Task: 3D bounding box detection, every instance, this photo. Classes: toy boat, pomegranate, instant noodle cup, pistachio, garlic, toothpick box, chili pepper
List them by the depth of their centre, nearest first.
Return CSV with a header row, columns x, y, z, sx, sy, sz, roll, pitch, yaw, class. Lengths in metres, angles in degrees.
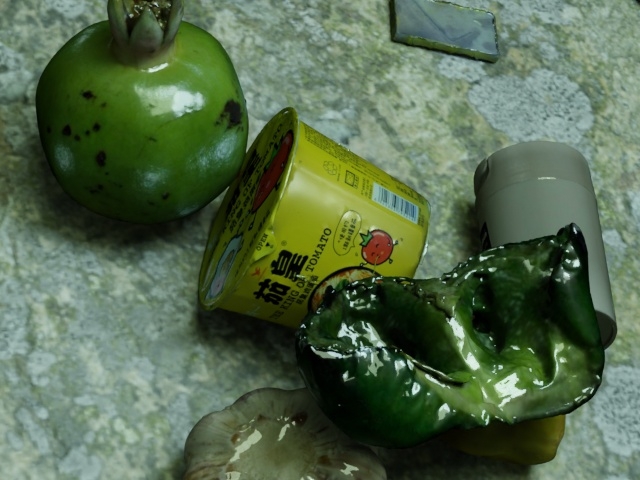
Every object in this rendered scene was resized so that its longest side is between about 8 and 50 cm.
x,y,z,sx,sy,sz,roll,pitch,yaw,class
-0.031,0.184,1.331,0.159,0.102,0.147,-13,61,-3,garlic
0.091,0.086,1.332,0.264,0.116,0.148,-13,84,-29,chili pepper
-0.146,-0.124,1.429,0.187,0.225,0.187,3,44,-3,pomegranate
0.000,0.000,1.440,0.144,0.182,0.182,24,49,-15,instant noodle cup
0.130,0.110,1.448,0.100,0.110,0.189,-19,65,-42,pistachio
0.201,0.011,1.550,0.111,0.111,0.180,8,54,-18,toothpick box
0.126,-0.215,1.747,0.115,0.016,0.063,10,53,-15,toy boat
